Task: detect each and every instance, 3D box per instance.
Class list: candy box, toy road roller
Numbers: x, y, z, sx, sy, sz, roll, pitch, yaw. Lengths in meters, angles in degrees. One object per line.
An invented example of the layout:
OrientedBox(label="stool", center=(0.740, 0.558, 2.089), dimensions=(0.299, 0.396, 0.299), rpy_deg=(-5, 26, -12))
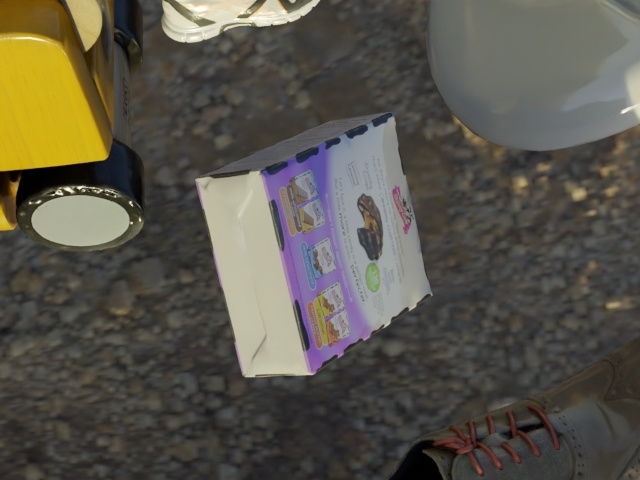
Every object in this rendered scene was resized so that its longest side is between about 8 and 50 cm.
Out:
OrientedBox(label="candy box", center=(0.000, 0.000, 1.413), dimensions=(0.196, 0.070, 0.165), rpy_deg=(-28, 108, -53))
OrientedBox(label="toy road roller", center=(-0.255, -0.132, 1.227), dimensions=(0.240, 0.329, 0.202), rpy_deg=(-5, 59, 1))

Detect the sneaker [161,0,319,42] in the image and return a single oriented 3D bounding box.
OrientedBox(label="sneaker", center=(-0.046, -0.155, 1.078), dimensions=(0.109, 0.044, 0.040), rpy_deg=(-18, 54, -9))

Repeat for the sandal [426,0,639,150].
OrientedBox(label="sandal", center=(0.188, -0.203, 0.730), dimensions=(0.102, 0.169, 0.416), rpy_deg=(41, 72, -45))

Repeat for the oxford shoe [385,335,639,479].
OrientedBox(label="oxford shoe", center=(0.142, 0.167, 1.231), dimensions=(0.348, 0.123, 0.130), rpy_deg=(-41, 128, -1))
